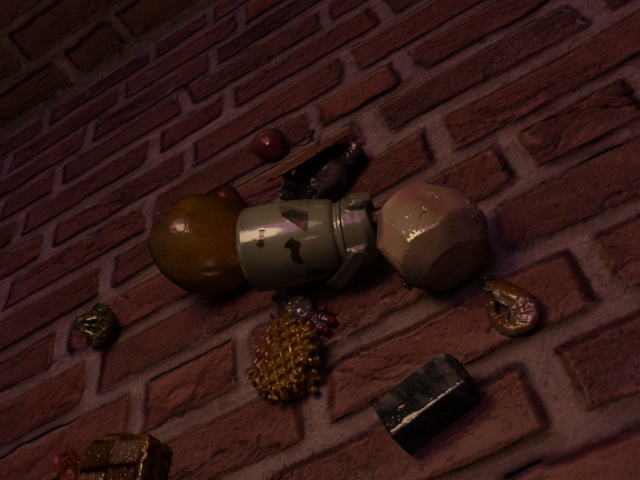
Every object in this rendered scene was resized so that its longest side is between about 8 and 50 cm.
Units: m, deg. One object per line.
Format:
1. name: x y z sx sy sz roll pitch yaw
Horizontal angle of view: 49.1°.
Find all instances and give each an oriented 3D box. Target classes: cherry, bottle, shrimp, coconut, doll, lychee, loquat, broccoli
1. cherry: -0.114 -0.303 2.140 0.226 0.090 0.107 -10 31 17
2. bottle: 0.000 0.000 1.649 0.352 0.229 0.229 -10 45 9
3. shrimp: 0.365 0.125 1.402 0.099 0.041 0.180 -53 40 6
4. coconut: 0.233 -0.018 1.494 0.227 0.227 0.230 -37 49 3
5. doll: -0.046 0.169 1.650 0.195 0.062 0.104 24 87 37
6. lychee: -0.282 -0.097 2.065 0.114 0.140 0.101 6 40 -7
7. loquat: -0.297 -0.002 1.835 0.276 0.284 0.276 -39 33 32
8. broccoli: -0.634 0.243 1.987 0.130 0.120 0.131 22 98 56

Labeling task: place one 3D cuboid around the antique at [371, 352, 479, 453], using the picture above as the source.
1. antique: 0.202 0.301 1.312 0.183 0.088 0.086 -38 40 2

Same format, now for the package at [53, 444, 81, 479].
1. package: -0.629 0.561 1.746 0.077 0.033 0.111 -36 43 -12

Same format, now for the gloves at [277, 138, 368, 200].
1. gloves: 0.014 -0.165 1.885 0.285 0.119 0.142 -32 26 -14

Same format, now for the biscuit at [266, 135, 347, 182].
1. biscuit: -0.033 -0.232 1.968 0.237 0.013 0.232 -28 6 12

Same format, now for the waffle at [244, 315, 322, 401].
1. waffle: -0.084 0.264 1.558 0.197 0.070 0.193 -9 61 37

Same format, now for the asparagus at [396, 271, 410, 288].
1. asparagus: 0.179 0.022 1.647 0.024 0.025 0.248 7 42 -12

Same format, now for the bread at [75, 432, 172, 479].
1. bread: -0.450 0.526 1.596 0.222 0.096 0.181 -12 49 28
